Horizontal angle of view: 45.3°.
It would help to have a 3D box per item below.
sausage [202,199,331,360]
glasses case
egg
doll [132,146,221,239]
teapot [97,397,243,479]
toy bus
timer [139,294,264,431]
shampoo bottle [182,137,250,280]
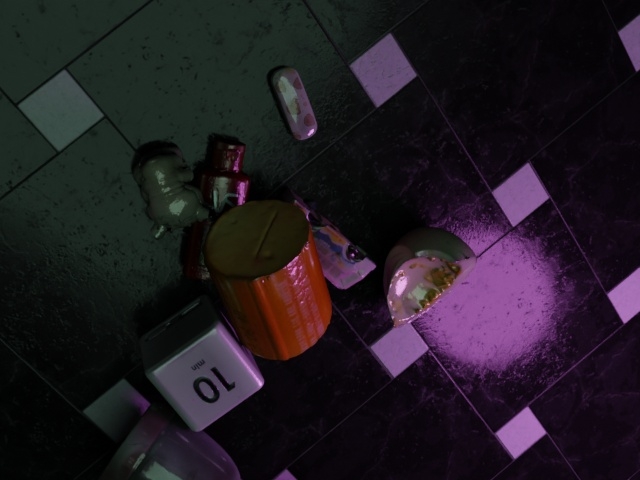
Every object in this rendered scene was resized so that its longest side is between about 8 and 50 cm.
[{"bbox_3d":[-0.107,0.085,1.642,0.233,0.233,0.287,-24,137,-10],"label":"sausage"},{"bbox_3d":[-0.057,-0.301,1.685,0.063,0.041,0.164,-25,112,-9],"label":"glasses case"},{"bbox_3d":[0.242,0.061,1.837,0.206,0.162,0.271,-17,152,-45],"label":"egg"},{"bbox_3d":[-0.315,-0.101,1.612,0.149,0.095,0.192,-25,95,0],"label":"doll"},{"bbox_3d":[-0.323,0.551,1.745,0.312,0.315,0.233,35,58,-1],"label":"teapot"},{"bbox_3d":[0.000,0.000,1.775,0.274,0.090,0.112,40,98,-25],"label":"toy bus"},{"bbox_3d":[-0.268,0.270,1.714,0.192,0.194,0.195,-35,113,-5],"label":"timer"},{"bbox_3d":[-0.223,-0.064,1.688,0.118,0.076,0.314,8,104,-17],"label":"shampoo bottle"}]
